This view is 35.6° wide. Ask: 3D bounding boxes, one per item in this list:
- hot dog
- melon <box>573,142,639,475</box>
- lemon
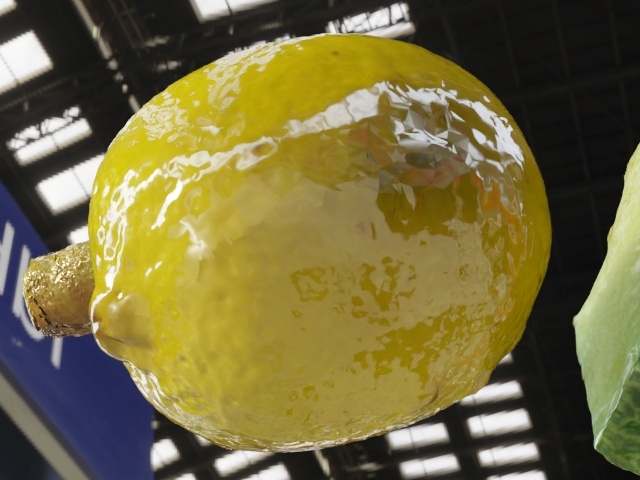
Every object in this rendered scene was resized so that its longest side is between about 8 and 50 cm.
[{"bbox_3d":[-0.094,0.017,0.793,0.289,0.068,0.083,-15,-67,-1],"label":"hot dog"},{"bbox_3d":[0.378,0.048,0.762,0.344,0.331,0.226,15,-12,-9],"label":"melon"},{"bbox_3d":[-0.002,0.000,0.610,0.284,0.260,0.260,-39,-50,-16],"label":"lemon"}]
